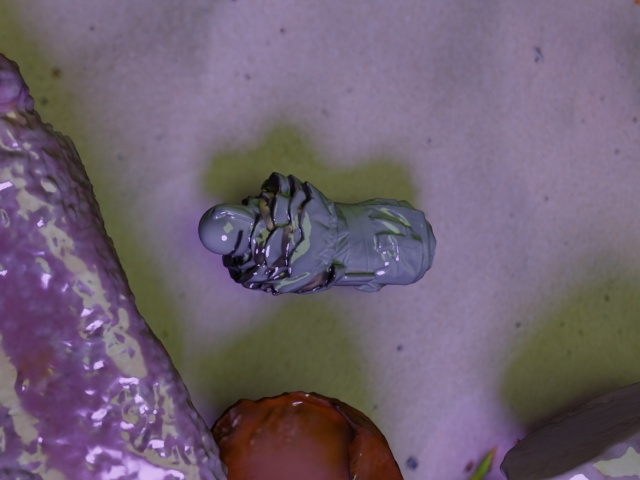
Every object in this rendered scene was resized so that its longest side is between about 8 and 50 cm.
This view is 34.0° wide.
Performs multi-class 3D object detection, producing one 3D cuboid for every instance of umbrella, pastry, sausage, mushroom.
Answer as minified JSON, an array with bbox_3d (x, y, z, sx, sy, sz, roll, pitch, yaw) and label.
[{"bbox_3d":[0.000,0.000,0.570,0.144,0.062,0.067,8,115,-32],"label":"umbrella"},{"bbox_3d":[-0.131,0.037,0.479,0.103,0.112,0.265,-24,105,-17],"label":"pastry"},{"bbox_3d":[0.015,0.235,0.542,0.102,0.102,0.330,-12,93,-27],"label":"sausage"},{"bbox_3d":[0.251,0.160,0.648,0.350,0.128,0.128,19,79,-26],"label":"mushroom"}]
